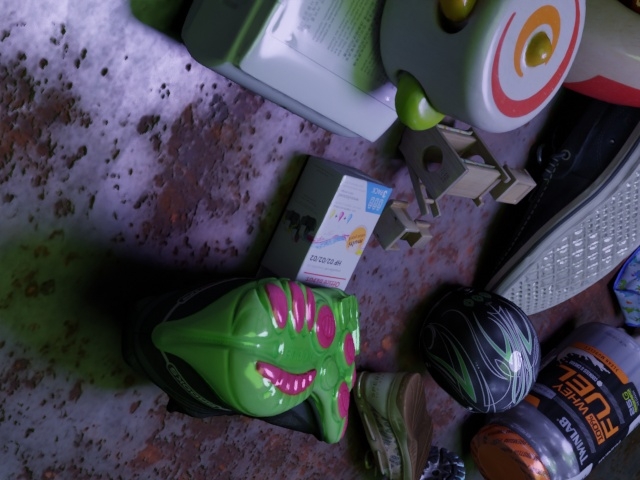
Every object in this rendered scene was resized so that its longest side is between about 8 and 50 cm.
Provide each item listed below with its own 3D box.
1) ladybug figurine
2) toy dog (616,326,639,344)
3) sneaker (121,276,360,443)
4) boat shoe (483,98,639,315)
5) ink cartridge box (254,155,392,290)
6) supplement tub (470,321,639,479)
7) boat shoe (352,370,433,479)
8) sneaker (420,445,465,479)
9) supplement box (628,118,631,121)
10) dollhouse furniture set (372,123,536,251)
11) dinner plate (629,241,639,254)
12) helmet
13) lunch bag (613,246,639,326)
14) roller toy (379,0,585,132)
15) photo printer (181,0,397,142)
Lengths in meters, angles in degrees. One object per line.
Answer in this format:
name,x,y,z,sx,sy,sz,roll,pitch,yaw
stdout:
ladybug figurine,0.400,-0.280,1.478,0.449,0.305,0.162,4,145,-23
toy dog,0.769,0.269,2.229,0.284,0.408,0.395,23,98,-55
sneaker,-0.076,0.122,1.338,0.483,0.202,0.185,48,50,-69
boat shoe,0.405,-0.089,1.748,0.186,0.156,0.500,13,121,-42
ink cartridge box,0.000,0.000,1.409,0.104,0.061,0.181,11,107,-52
supplement tub,0.412,0.297,2.010,0.316,0.193,0.194,-37,140,-27
boat shoe,0.108,0.278,1.742,0.285,0.089,0.105,80,27,-46
sneaker,0.123,0.448,1.855,0.283,0.110,0.122,-29,139,-34
supplement box,0.568,-0.190,1.879,0.239,0.130,0.073,25,87,-54
dollhouse furniture set,0.157,-0.067,1.551,0.161,0.101,0.182,-45,151,26
dinner plate,0.556,-0.025,2.093,0.141,0.017,0.141,-32,138,-33
helmet,0.238,0.162,1.713,0.169,0.161,0.169,-24,135,-26
lunch bag,0.611,0.073,2.172,0.151,0.096,0.129,-59,144,-24
roller toy,0.169,-0.214,1.193,0.191,0.146,0.209,-28,134,-37
photo printer,0.026,-0.246,1.217,0.307,0.107,0.256,20,100,-55
